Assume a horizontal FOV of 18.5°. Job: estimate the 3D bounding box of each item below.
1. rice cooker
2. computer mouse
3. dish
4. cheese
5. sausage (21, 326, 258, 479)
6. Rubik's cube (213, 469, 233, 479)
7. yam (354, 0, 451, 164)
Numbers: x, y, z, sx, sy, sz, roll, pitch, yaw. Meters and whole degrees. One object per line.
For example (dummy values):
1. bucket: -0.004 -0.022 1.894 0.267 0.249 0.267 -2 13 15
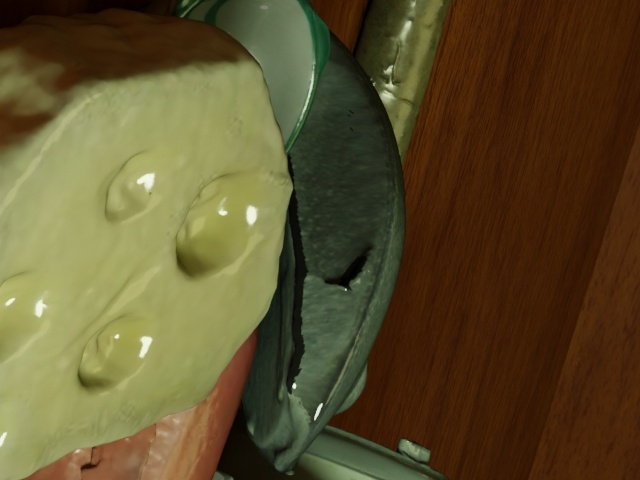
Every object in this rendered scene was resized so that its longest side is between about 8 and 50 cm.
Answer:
1. rice cooker: -0.020 0.311 1.833 0.317 0.264 0.316 -7 100 -42
2. computer mouse: 0.004 0.000 1.506 0.203 0.114 0.373 129 -37 -60
3. dish: -0.104 -0.100 1.361 0.246 0.078 0.224 -36 142 -32
4. cheese: -0.149 0.010 1.208 0.318 0.115 0.326 -49 146 -15
5. sausage: -0.141 0.132 1.440 0.279 0.152 0.152 -68 163 -4
6. Rubik's cube: -0.052 0.320 1.588 0.228 0.229 0.233 67 33 -55
7. yam: 0.061 -0.141 1.839 0.083 0.083 0.371 -16 127 -69
